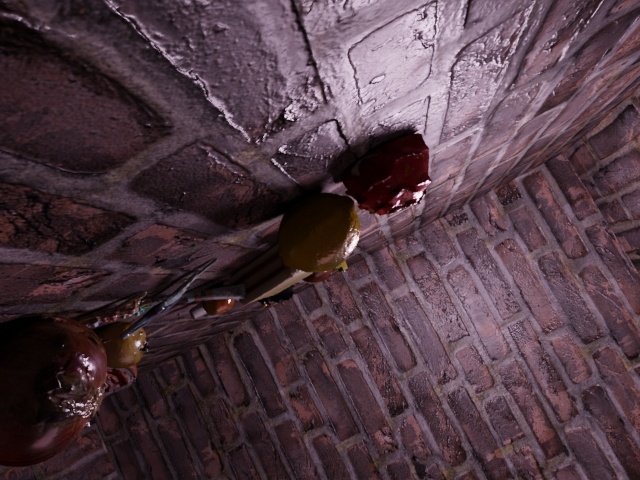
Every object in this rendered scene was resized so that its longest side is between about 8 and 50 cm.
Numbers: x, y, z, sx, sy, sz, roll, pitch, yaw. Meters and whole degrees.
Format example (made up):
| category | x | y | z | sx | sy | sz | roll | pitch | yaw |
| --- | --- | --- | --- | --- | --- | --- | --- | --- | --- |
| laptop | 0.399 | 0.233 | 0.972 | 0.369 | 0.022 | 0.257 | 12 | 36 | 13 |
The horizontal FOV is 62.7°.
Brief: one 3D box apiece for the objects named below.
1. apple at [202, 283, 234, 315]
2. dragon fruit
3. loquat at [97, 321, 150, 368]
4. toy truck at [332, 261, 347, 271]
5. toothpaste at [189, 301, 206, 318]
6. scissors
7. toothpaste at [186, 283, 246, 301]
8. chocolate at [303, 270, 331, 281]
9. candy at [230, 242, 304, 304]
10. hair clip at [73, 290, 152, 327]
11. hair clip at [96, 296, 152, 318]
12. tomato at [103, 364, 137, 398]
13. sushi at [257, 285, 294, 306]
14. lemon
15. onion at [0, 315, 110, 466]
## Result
| category | x | y | z | sx | sy | sz | roll | pitch | yaw |
| --- | --- | --- | --- | --- | --- | --- | --- | --- | --- |
| apple | -0.382 | 0.223 | 1.983 | 0.126 | 0.102 | 0.126 | -27 | 172 | -4 |
| dragon fruit | 0.158 | -0.156 | 1.356 | 0.189 | 0.163 | 0.261 | 20 | 140 | -39 |
| loquat | -0.664 | 0.347 | 1.729 | 0.204 | 0.149 | 0.172 | -12 | 171 | -4 |
| toy truck | 0.014 | 0.113 | 2.454 | 0.127 | 0.127 | 0.257 | -32 | 166 | 36 |
| toothpaste | -0.401 | 0.228 | 2.122 | 0.282 | 0.068 | 0.099 | -33 | -155 | -30 |
| scissors | -0.447 | 0.167 | 1.624 | 0.383 | 0.029 | 0.256 | -39 | 180 | 33 |
| toothpaste | -0.364 | 0.188 | 1.850 | 0.205 | 0.056 | 0.036 | -4 | -169 | -19 |
| chocolate | -0.023 | 0.105 | 2.155 | 0.176 | 0.177 | 0.177 | -27 | 171 | -5 |
| candy | -0.157 | 0.109 | 1.904 | 0.320 | 0.135 | 0.179 | -34 | 167 | 33 |
| hair clip | -0.578 | 0.203 | 1.467 | 0.214 | 0.056 | 0.062 | -24 | -157 | -25 |
| hair clip | -0.573 | 0.209 | 1.538 | 0.173 | 0.049 | 0.049 | -15 | 165 | -40 |
| tomato | -0.818 | 0.487 | 2.011 | 0.214 | 0.155 | 0.181 | -21 | 136 | -4 |
| sushi | -0.204 | 0.197 | 2.160 | 0.150 | 0.153 | 0.172 | -53 | -164 | 39 |
| lemon | -0.006 | -0.019 | 1.414 | 0.260 | 0.204 | 0.204 | -41 | 169 | 9 |
| onion | -0.655 | 0.344 | 1.243 | 0.353 | 0.354 | 0.353 | -27 | 171 | -5 |
